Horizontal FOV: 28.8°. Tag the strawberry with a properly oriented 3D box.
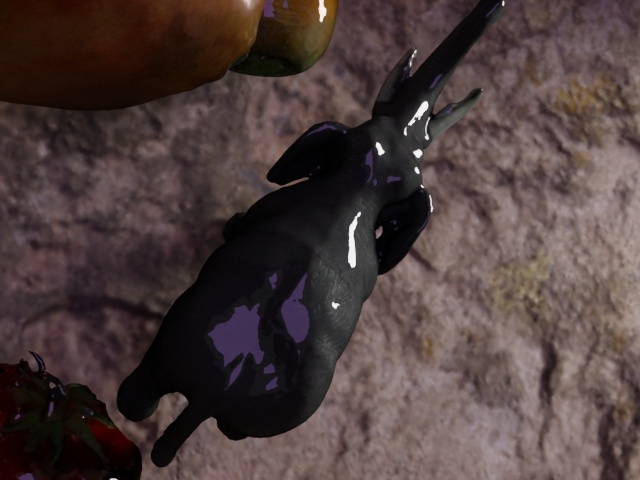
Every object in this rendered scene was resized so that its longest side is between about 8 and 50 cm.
[{"bbox_3d":[-0.138,0.114,0.585,0.106,0.106,0.106,3,81,-17],"label":"strawberry"}]

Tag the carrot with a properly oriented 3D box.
[{"bbox_3d":[-0.031,-0.235,0.686,0.078,0.078,0.298,1,77,-17],"label":"carrot"}]

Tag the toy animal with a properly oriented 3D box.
[{"bbox_3d":[-0.002,0.000,0.619,0.082,0.137,0.269,38,68,-6],"label":"toy animal"}]

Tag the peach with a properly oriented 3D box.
[{"bbox_3d":[-0.123,-0.166,0.576,0.214,0.214,0.235,-45,103,-18],"label":"peach"}]
